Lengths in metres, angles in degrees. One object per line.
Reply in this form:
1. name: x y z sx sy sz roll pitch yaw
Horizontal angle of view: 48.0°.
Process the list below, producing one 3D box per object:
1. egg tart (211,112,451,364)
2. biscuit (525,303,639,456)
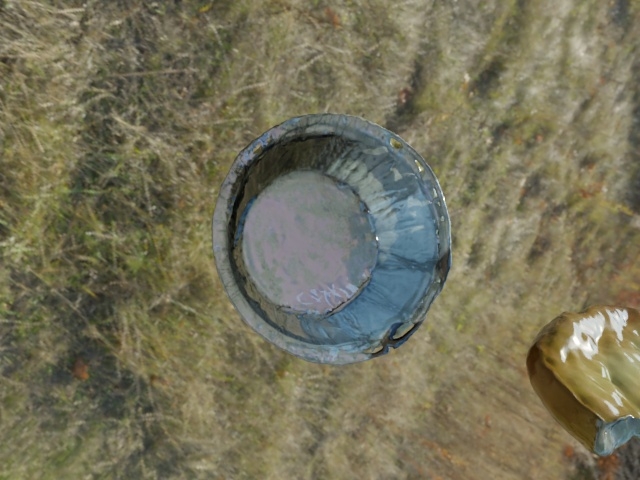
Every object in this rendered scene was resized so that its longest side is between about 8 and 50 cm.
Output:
1. egg tart: 0.000 0.000 0.646 0.234 0.234 0.094 -67 163 11
2. biscuit: 0.268 0.105 0.551 0.299 0.154 0.045 10 118 -25
